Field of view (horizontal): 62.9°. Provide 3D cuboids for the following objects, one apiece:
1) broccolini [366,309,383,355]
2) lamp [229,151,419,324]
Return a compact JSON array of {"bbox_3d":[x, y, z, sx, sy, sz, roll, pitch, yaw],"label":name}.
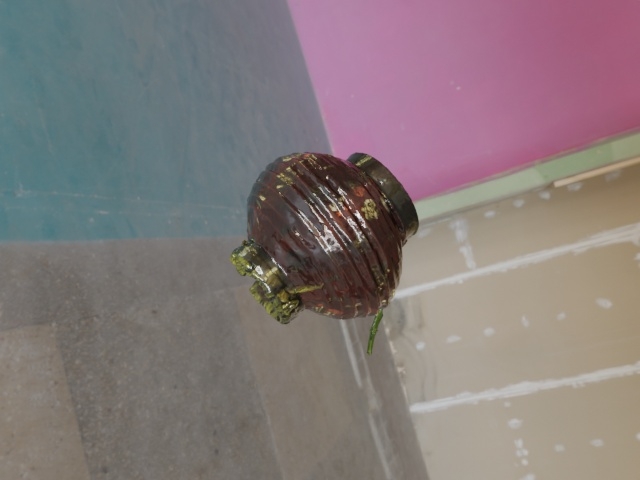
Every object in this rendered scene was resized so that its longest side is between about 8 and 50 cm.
[{"bbox_3d":[0.145,0.171,1.252,0.042,0.044,0.218,26,60,-22],"label":"broccolini"},{"bbox_3d":[0.000,0.000,0.685,0.247,0.247,0.246,-17,90,-70],"label":"lamp"}]
